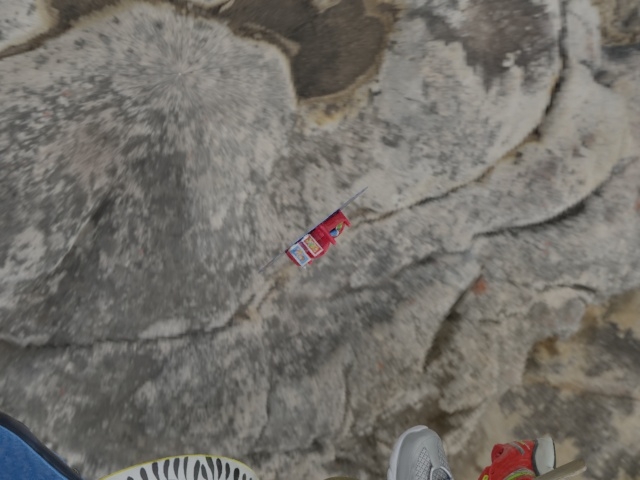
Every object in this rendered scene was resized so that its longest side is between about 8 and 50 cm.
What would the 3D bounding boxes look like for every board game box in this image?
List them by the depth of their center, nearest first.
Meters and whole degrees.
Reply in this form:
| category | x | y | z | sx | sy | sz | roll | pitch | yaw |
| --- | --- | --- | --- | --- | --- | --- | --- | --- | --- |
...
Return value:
| category | x | y | z | sx | sy | sz | roll | pitch | yaw |
| --- | --- | --- | --- | --- | --- | --- | --- | --- | --- |
| board game box | 0.000 | 0.000 | 1.285 | 0.169 | 0.133 | 0.033 | -37 | 89 | -21 |

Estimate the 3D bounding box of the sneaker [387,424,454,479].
| category | x | y | z | sx | sy | sz | roll | pitch | yaw |
| --- | --- | --- | --- | --- | --- | --- | --- | --- | --- |
| sneaker | 0.172 | 0.378 | 1.397 | 0.105 | 0.115 | 0.281 | -14 | 90 | -44 |

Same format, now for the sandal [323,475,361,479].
| category | x | y | z | sx | sy | sz | roll | pitch | yaw |
| --- | --- | --- | --- | --- | --- | --- | --- | --- | --- |
| sandal | 0.094 | 0.298 | 0.995 | 0.079 | 0.240 | 0.088 | 34 | 76 | -46 |

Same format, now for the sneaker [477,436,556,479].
| category | x | y | z | sx | sy | sz | roll | pitch | yaw |
| --- | --- | --- | --- | --- | --- | --- | --- | --- | --- |
| sneaker | 0.281 | 0.373 | 1.534 | 0.118 | 0.279 | 0.107 | -2 | 103 | 11 |

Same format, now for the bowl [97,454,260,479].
| category | x | y | z | sx | sy | sz | roll | pitch | yaw |
| --- | --- | --- | --- | --- | --- | --- | --- | --- | --- |
| bowl | -0.101 | 0.217 | 0.659 | 0.170 | 0.080 | 0.170 | -17 | 140 | -15 |

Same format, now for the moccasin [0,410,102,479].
| category | x | y | z | sx | sy | sz | roll | pitch | yaw |
| --- | --- | --- | --- | --- | --- | --- | --- | --- | --- |
| moccasin | -0.355 | 0.348 | 1.453 | 0.138 | 0.117 | 0.342 | -34 | 105 | -4 |

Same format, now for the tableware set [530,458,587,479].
| category | x | y | z | sx | sy | sz | roll | pitch | yaw |
| --- | --- | --- | --- | --- | --- | --- | --- | --- | --- |
| tableware set | 0.126 | 0.241 | 0.751 | 0.194 | 0.128 | 0.039 | -22 | 122 | 4 |
